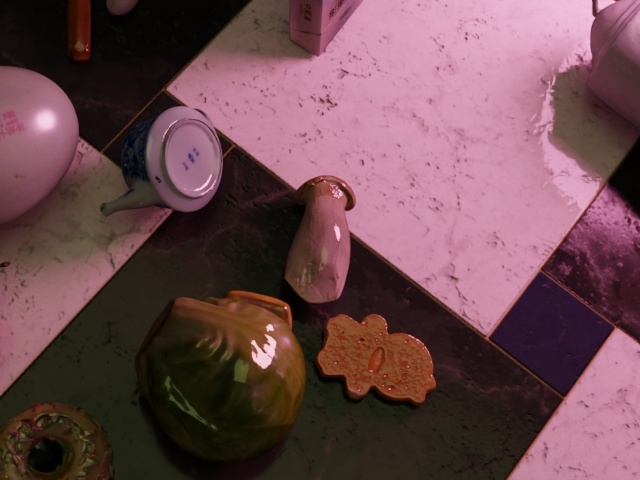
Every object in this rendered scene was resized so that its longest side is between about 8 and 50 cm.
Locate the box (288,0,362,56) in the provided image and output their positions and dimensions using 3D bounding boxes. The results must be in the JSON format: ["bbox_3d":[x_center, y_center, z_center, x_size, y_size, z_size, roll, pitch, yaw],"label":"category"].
[{"bbox_3d":[0.017,-0.422,1.914,0.067,0.243,0.155,33,70,12],"label":"box"}]

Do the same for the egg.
[{"bbox_3d":[-0.525,-0.117,1.735,0.371,0.230,0.230,-29,75,-20],"label":"egg"}]

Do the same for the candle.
[{"bbox_3d":[0.564,-0.275,1.944,0.342,0.221,0.221,42,70,12],"label":"candle"}]

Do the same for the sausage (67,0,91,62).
[{"bbox_3d":[-0.389,-0.346,1.942,0.039,0.041,0.131,1,69,-12],"label":"sausage"}]

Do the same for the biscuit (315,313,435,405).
[{"bbox_3d":[0.084,0.176,1.811,0.184,0.027,0.133,6,68,-6],"label":"biscuit"}]

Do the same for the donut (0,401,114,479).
[{"bbox_3d":[-0.375,0.306,1.682,0.175,0.068,0.174,2,70,-6],"label":"donut"}]

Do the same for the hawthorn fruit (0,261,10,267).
[{"bbox_3d":[-0.536,0.088,1.683,0.207,0.207,0.243,44,57,10],"label":"hawthorn fruit"}]

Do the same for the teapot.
[{"bbox_3d":[-0.240,-0.123,1.834,0.159,0.159,0.232,30,56,5],"label":"teapot"}]

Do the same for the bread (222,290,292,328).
[{"bbox_3d":[-0.097,0.118,1.794,0.115,0.056,0.082,8,95,10],"label":"bread"}]

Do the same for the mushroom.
[{"bbox_3d":[0.000,0.001,1.837,0.097,0.088,0.212,-10,61,24],"label":"mushroom"}]

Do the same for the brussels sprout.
[{"bbox_3d":[-0.139,0.192,1.684,0.244,0.244,0.244,2,69,-6],"label":"brussels sprout"}]

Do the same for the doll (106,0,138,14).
[{"bbox_3d":[-0.244,-0.503,1.962,0.243,0.159,0.310,21,78,-2],"label":"doll"}]
